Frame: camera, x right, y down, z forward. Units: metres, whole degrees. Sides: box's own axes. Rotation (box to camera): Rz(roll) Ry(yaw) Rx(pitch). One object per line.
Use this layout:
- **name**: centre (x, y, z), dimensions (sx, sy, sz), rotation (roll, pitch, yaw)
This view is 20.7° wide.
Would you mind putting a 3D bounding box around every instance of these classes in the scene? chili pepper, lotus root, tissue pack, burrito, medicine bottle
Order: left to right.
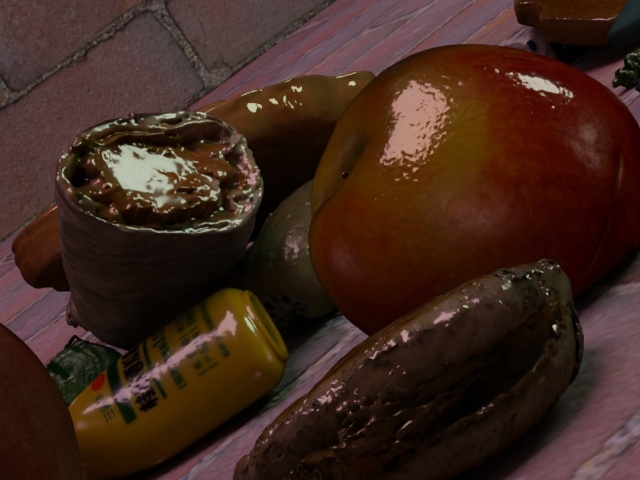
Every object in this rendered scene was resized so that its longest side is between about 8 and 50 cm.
- **chili pepper**: centre (-0.180, 0.122, 1.313), dimensions (0.098, 0.061, 0.224), rotation (-47, 11, -5)
- **medicine bottle**: centre (-0.141, 0.128, 1.165), dimensions (0.260, 0.064, 0.095), rotation (-35, 39, 6)
- **burrito**: centre (-0.117, 0.000, 1.262), dimensions (0.143, 0.105, 0.299), rotation (-17, -18, -14)
- **lotus root**: centre (-0.001, -0.001, 1.289), dimensions (0.090, 0.077, 0.183), rotation (-25, 17, 37)
- **tissue pack**: centre (0.209, -0.182, 1.567), dimensions (0.083, 0.042, 0.062), rotation (-35, 12, -17)
- **chili pepper**: centre (0.253, -0.141, 1.338), dimensions (0.083, 0.022, 0.027), rotation (-38, 46, -28)

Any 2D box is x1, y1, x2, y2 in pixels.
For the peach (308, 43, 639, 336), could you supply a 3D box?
- **peach**: centre (0.094, -0.016, 1.009), dimensions (0.190, 0.192, 0.190), rotation (-162, 90, -82)

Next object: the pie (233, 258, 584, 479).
- **pie**: centre (0.045, 0.075, 0.857), dimensions (0.193, 0.079, 0.163), rotation (-34, 3, -4)

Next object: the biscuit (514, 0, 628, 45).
- **biscuit**: centre (0.251, -0.228, 1.525), dimensions (0.182, 0.034, 0.215), rotation (-28, 28, -12)

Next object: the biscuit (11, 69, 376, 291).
- **biscuit**: centre (-0.090, -0.049, 1.472), dimensions (0.312, 0.057, 0.351), rotation (-37, -14, 35)

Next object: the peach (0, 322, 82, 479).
- **peach**: centre (-0.268, 0.146, 1.038), dimensions (0.252, 0.252, 0.252), rotation (-32, 11, 7)

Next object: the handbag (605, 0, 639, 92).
- **handbag**: centre (0.356, -0.210, 1.166), dimensions (0.274, 0.100, 0.269), rotation (-24, 18, 43)
